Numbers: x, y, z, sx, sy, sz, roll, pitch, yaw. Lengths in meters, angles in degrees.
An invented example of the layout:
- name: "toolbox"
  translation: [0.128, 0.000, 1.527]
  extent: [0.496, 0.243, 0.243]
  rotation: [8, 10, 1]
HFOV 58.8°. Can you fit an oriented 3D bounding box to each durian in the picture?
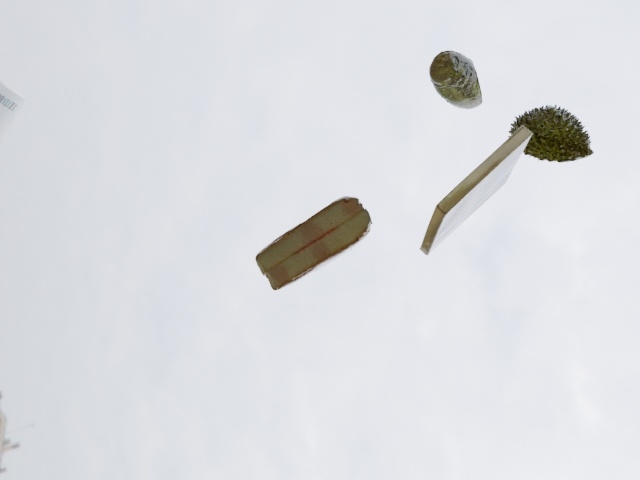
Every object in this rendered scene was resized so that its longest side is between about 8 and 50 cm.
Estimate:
- name: "durian"
  translation: [0.494, -0.249, 1.247]
  extent: [0.220, 0.137, 0.095]
  rotation: [-106, -171, -59]

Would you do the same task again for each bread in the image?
- name: "bread"
  translation: [0.000, 0.000, 0.498]
  extent: [0.109, 0.062, 0.043]
  rotation: [-33, -94, 16]

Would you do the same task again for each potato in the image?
- name: "potato"
  translation: [0.373, -0.419, 1.521]
  extent: [0.120, 0.198, 0.054]
  rotation: [-33, -145, 11]

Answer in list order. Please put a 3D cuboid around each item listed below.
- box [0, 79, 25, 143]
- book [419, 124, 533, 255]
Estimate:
- name: "box"
  translation: [-0.508, -0.171, 0.636]
  extent: [0.145, 0.333, 0.173]
  rotation: [25, -97, 4]
- name: "book"
  translation: [0.267, -0.083, 0.984]
  extent: [0.026, 0.231, 0.161]
  rotation: [43, -20, 19]
